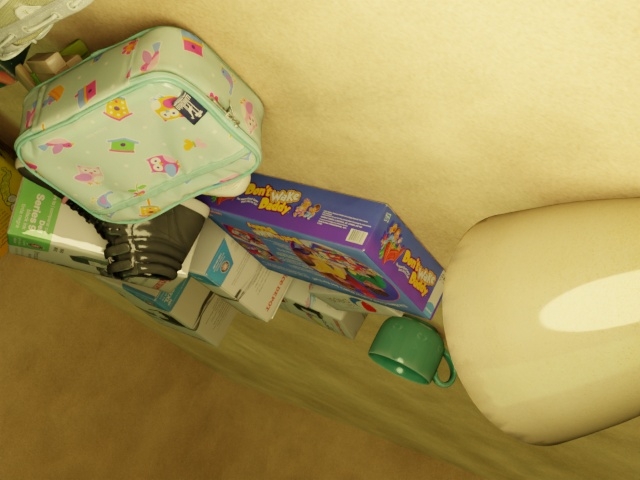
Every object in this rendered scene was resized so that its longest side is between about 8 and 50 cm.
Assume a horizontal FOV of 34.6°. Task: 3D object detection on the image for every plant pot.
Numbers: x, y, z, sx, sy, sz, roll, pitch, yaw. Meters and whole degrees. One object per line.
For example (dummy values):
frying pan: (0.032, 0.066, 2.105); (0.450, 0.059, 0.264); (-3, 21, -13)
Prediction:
plant pot: (0.305, 0.060, 1.010); (0.256, 0.256, 0.274); (34, 148, -23)

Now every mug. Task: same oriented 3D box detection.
mug: (0.176, 0.205, 1.932); (0.158, 0.097, 0.129); (37, 162, -34)

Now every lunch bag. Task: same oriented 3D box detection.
lunch bag: (-0.213, -0.131, 1.268); (0.279, 0.108, 0.224); (-19, 139, 26)

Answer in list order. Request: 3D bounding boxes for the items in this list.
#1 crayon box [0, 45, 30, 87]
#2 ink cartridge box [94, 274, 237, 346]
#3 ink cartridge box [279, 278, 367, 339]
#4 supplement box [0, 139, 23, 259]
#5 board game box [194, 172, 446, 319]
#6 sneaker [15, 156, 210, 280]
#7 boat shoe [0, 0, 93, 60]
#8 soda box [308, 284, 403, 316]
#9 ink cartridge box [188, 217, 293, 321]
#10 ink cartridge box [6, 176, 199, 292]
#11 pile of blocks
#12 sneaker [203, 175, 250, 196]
crayon box: (-0.612, -0.282, 1.504); (0.318, 0.081, 0.202); (-10, 145, 32)
ink cartridge box: (-0.384, 0.131, 2.601); (0.223, 0.129, 0.307); (17, 162, 34)
ink cartridge box: (-0.006, 0.113, 1.991); (0.175, 0.072, 0.127); (22, 163, 22)
supplement box: (-0.742, -0.143, 2.089); (0.194, 0.195, 0.356); (45, 177, 35)
board game box: (0.000, 0.000, 1.593); (0.347, 0.078, 0.233); (16, 161, 38)
sneaker: (-0.315, -0.026, 1.510); (0.296, 0.147, 0.104); (20, 165, -23)
boat shoe: (-0.350, -0.277, 1.222); (0.103, 0.118, 0.320); (38, 156, -19)
soda box: (0.069, 0.080, 1.758); (0.074, 0.069, 0.216); (34, 165, -24)
ink cartridge box: (-0.142, 0.041, 1.858); (0.082, 0.139, 0.190); (12, 159, 41)
ink cartridge box: (-0.355, -0.013, 1.689); (0.289, 0.121, 0.211); (15, 167, -13)
pile of blocks: (-0.348, -0.209, 1.482); (0.149, 0.112, 0.362); (48, 159, -3)
sneaker: (-0.174, -0.113, 1.538); (0.240, 0.091, 0.126); (26, 177, 34)
